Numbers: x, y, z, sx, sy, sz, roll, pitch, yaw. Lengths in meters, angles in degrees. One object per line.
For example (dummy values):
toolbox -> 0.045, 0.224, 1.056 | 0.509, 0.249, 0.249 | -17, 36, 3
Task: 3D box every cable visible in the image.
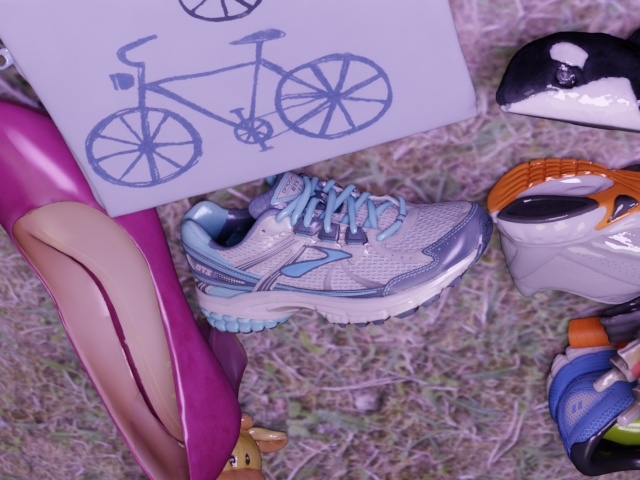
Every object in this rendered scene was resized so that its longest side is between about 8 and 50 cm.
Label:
cable -> 0.346, 0.052, 0.935 | 0.287, 0.139, 0.072 | -28, 105, -4

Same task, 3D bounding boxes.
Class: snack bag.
snack bag -> -0.074, -0.165, 0.817 | 0.323, 0.037, 0.342 | -15, 139, 8

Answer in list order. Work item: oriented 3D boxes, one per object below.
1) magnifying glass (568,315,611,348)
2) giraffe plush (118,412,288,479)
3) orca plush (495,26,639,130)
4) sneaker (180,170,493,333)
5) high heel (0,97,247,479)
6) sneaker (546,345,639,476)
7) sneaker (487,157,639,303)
magnifying glass -> 0.327, 0.069, 0.983 | 0.231, 0.092, 0.026 | -7, 129, 27
giraffe plush -> -0.108, 0.260, 1.160 | 0.210, 0.181, 0.170 | 42, 117, 21
orca plush -> 0.275, -0.124, 0.833 | 0.287, 0.151, 0.102 | 9, 96, 6
sneaker -> 0.000, 0.000, 0.949 | 0.283, 0.110, 0.122 | -12, 116, 28
high heel -> -0.188, 0.053, 0.984 | 0.127, 0.181, 0.377 | -29, 117, 27
sneaker -> 0.365, 0.152, 0.990 | 0.330, 0.147, 0.130 | -11, 124, 15
sneaker -> 0.272, -0.003, 0.934 | 0.262, 0.099, 0.121 | 1, 134, 18
